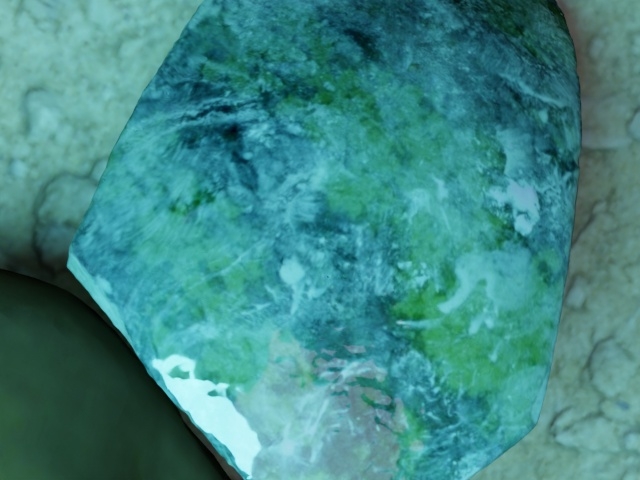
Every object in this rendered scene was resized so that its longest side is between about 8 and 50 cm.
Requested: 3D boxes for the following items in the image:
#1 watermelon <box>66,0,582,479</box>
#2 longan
[{"bbox_3d":[0.000,0.000,0.826,0.228,0.258,0.387,21,55,-4],"label":"watermelon"},{"bbox_3d":[-0.173,0.165,0.767,0.288,0.288,0.350,-27,128,-7],"label":"longan"}]
